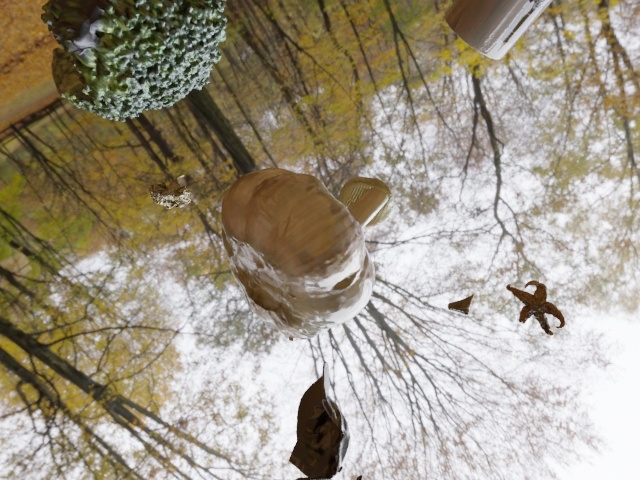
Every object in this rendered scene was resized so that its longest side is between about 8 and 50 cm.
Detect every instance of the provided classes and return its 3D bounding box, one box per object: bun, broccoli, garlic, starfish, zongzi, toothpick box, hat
[{"bbox_3d":[0.095,-0.081,0.897,0.115,0.115,0.069,-24,-174,15],"label":"bun"},{"bbox_3d":[-0.305,-0.354,0.714,0.277,0.317,0.338,-19,-147,-28],"label":"broccoli"},{"bbox_3d":[0.000,0.000,0.534,0.212,0.218,0.218,-33,-154,-30],"label":"garlic"},{"bbox_3d":[0.707,0.216,1.427,0.209,0.053,0.150,38,-91,16],"label":"starfish"},{"bbox_3d":[0.498,0.219,1.535,0.076,0.083,0.040,15,-165,9],"label":"zongzi"},{"bbox_3d":[0.263,-0.349,0.566,0.181,0.111,0.111,-52,-170,44],"label":"toothpick box"},{"bbox_3d":[0.031,0.698,1.706,0.366,0.257,0.382,-60,173,31],"label":"hat"}]

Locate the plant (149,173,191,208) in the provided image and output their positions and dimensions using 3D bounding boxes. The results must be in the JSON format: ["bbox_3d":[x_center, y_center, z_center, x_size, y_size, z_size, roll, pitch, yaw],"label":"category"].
[{"bbox_3d":[-0.448,-0.160,1.299,0.104,0.116,0.122,-12,-117,40],"label":"plant"}]

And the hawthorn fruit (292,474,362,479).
[{"bbox_3d":[-0.003,0.591,0.772,0.316,0.316,0.316,-24,-150,15],"label":"hawthorn fruit"}]
